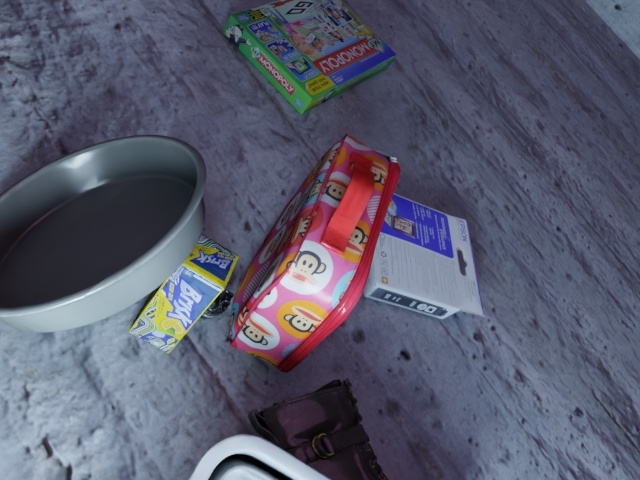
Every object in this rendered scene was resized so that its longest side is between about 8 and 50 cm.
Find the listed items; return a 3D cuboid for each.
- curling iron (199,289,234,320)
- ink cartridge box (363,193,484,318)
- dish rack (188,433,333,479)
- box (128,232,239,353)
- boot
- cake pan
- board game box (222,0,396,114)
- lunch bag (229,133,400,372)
[{"bbox_3d":[-0.181,-0.009,0.932,0.068,0.035,0.274,12,47,-47],"label":"curling iron"},{"bbox_3d":[0.163,0.024,1.133,0.208,0.045,0.206,18,49,-21],"label":"ink cartridge box"},{"bbox_3d":[-0.061,0.381,0.627,0.285,0.072,0.333,35,62,-11],"label":"dish rack"},{"bbox_3d":[-0.160,0.063,0.790,0.059,0.169,0.054,32,44,-12],"label":"box"},{"bbox_3d":[0.059,0.276,0.834,0.263,0.091,0.229,-1,59,-33],"label":"boot"},{"bbox_3d":[-0.255,-0.012,0.751,0.293,0.054,0.293,-11,39,9],"label":"cake pan"},{"bbox_3d":[-0.010,-0.379,1.327,0.213,0.046,0.317,46,44,5],"label":"board game box"},{"bbox_3d":[0.000,0.000,0.886,0.120,0.258,0.293,30,46,-8],"label":"lunch bag"}]
